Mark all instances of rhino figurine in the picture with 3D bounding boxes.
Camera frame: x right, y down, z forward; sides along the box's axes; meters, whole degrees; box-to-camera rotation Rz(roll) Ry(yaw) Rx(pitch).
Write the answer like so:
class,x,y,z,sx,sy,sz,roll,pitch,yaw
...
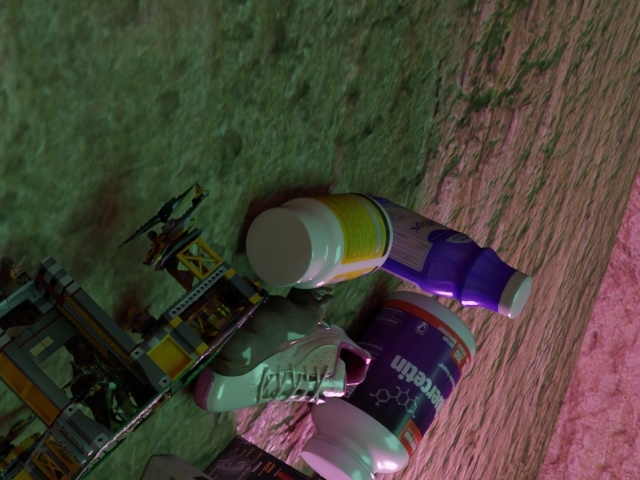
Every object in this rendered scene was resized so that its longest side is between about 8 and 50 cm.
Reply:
class,x,y,z,sx,sy,sz,roll,pitch,yaw
rhino figurine,-0.065,0.103,1.319,0.243,0.106,0.073,-23,127,-44

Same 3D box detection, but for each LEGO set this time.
class,x,y,z,sx,sy,sz,roll,pitch,yaw
LEGO set,-0.226,0.093,1.021,0.331,0.192,0.255,-43,177,-32

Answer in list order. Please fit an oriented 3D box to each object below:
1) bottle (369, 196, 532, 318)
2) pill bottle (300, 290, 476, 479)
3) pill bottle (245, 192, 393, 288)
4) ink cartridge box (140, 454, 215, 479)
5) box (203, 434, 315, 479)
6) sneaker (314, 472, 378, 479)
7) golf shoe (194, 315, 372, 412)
class,x,y,z,sx,sy,sz,roll,pitch,yaw
bottle,0.167,0.025,1.514,0.118,0.283,0.092,-14,125,-56
pill bottle,0.108,0.253,1.723,0.323,0.181,0.181,-54,153,-22
pill bottle,0.000,0.000,1.365,0.208,0.119,0.119,-9,121,-60
ink cartridge box,-0.154,0.361,1.325,0.104,0.180,0.060,-65,154,1
box,-0.110,0.440,1.411,0.307,0.242,0.076,-45,148,-37
sneaker,0.029,0.436,1.858,0.224,0.083,0.098,-52,147,-23
golf shoe,-0.043,0.172,1.417,0.306,0.140,0.115,-19,130,-54
